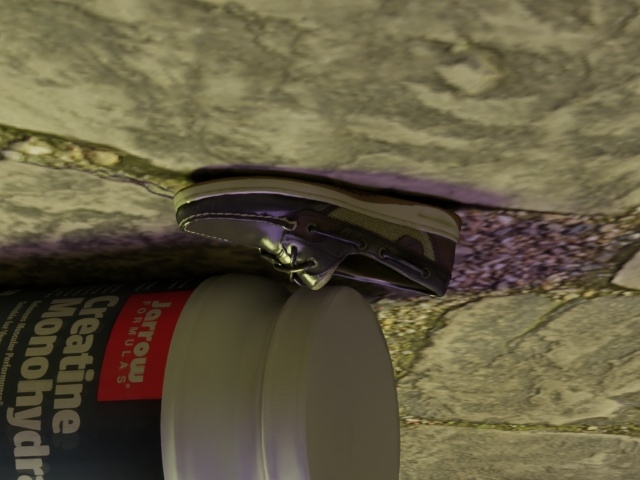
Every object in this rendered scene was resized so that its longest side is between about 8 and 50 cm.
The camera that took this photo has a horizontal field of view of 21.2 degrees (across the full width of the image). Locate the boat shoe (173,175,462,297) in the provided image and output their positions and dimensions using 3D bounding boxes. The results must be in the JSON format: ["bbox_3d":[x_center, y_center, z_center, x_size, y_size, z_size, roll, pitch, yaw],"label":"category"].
[{"bbox_3d":[0.000,0.000,0.869,0.152,0.049,0.056,6,164,-14],"label":"boat shoe"}]

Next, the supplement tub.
[{"bbox_3d":[-0.106,0.118,1.039,0.272,0.191,0.191,-5,163,20],"label":"supplement tub"}]
